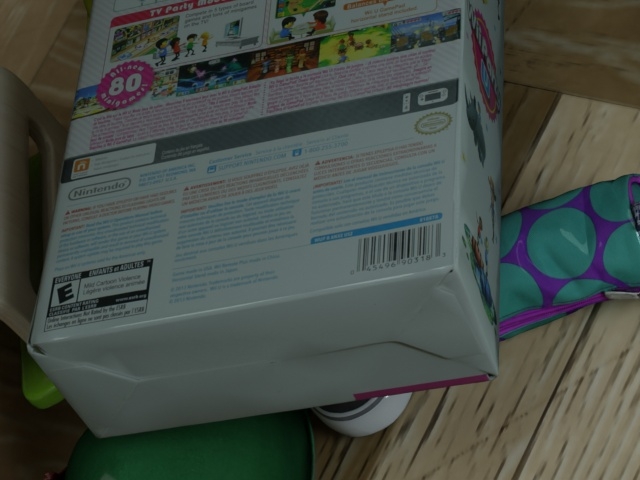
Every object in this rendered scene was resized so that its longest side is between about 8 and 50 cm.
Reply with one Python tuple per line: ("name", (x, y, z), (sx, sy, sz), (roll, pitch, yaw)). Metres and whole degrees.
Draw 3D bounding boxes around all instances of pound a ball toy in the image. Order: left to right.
("pound a ball toy", (-0.249, 0.043, 1.147), (0.208, 0.136, 0.319), (-34, 30, 13))

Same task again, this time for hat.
("hat", (-0.121, 0.115, 1.033), (0.173, 0.183, 0.208), (-22, 53, 24))

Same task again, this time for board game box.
("board game box", (-0.018, -0.058, 1.032), (0.224, 0.097, 0.303), (-9, 50, 18))

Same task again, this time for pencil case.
("pencil case", (0.112, 0.019, 1.012), (0.152, 0.064, 0.070), (-22, 56, 24))

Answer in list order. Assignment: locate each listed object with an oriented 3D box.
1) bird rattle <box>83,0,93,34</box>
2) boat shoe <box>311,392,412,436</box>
("bird rattle", (-0.117, -0.262, 1.341), (0.207, 0.143, 0.253), (-9, 44, 17))
("boat shoe", (0.000, 0.000, 1.094), (0.080, 0.076, 0.228), (-21, 52, 23))
